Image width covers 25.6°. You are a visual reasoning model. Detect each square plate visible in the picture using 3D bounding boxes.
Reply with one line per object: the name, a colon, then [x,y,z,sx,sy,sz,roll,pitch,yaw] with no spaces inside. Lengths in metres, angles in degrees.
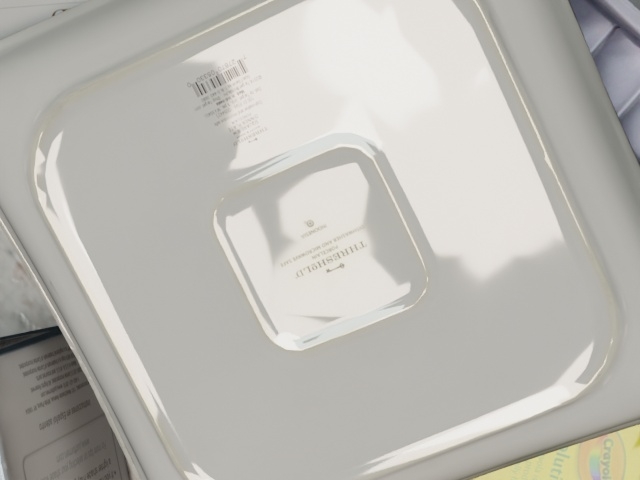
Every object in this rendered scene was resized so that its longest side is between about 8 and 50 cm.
square plate: [0.000,0.000,0.766,0.347,0.049,0.344,-23,102,14]

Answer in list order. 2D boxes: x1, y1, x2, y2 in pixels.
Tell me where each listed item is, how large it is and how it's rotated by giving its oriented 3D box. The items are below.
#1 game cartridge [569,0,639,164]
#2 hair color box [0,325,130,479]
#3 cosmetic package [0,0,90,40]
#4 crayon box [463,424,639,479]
game cartridge: [0.304,-0.170,0.806,0.230,0.068,0.355,41,101,2]
hair color box: [-0.180,0.251,0.870,0.113,0.185,0.374,-11,92,12]
cosmetic package: [-0.231,-0.240,0.837,0.377,0.097,0.284,-3,97,12]
crayon box: [0.099,0.073,0.851,0.318,0.081,0.202,18,99,10]
